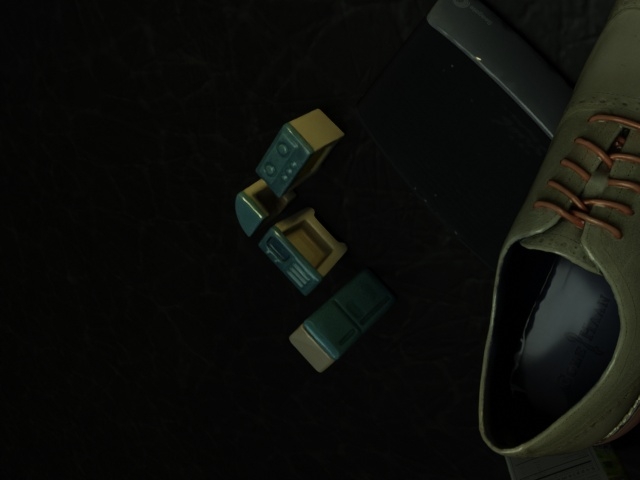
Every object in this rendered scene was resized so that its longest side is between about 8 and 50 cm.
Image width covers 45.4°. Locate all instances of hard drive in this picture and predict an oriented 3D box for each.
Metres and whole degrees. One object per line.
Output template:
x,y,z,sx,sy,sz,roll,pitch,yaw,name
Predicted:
0.149,-0.074,0.665,0.254,0.054,0.172,48,139,4,hard drive

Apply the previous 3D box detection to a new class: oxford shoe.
0.206,-0.029,0.501,0.141,0.147,0.396,20,105,36,oxford shoe

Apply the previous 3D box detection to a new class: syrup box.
0.227,0.231,0.673,0.096,0.237,0.093,-23,104,10,syrup box

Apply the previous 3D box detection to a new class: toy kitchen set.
0.000,0.000,0.802,0.207,0.122,0.166,47,139,5,toy kitchen set
